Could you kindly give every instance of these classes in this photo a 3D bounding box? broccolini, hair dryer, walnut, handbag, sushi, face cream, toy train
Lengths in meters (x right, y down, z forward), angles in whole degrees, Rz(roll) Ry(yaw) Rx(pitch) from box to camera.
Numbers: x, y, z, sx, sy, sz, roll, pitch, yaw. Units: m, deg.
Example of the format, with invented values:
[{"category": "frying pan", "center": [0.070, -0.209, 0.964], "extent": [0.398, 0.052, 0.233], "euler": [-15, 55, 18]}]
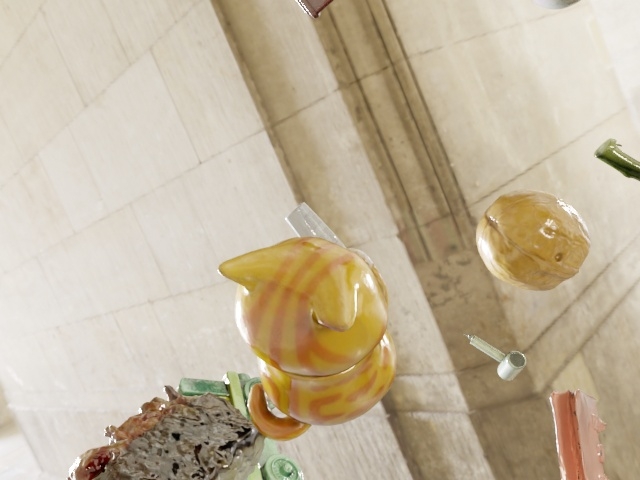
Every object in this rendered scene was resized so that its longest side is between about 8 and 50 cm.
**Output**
[{"category": "broccolini", "center": [0.635, -0.071, 1.023], "extent": [0.074, 0.392, 0.079], "euler": [-61, 3, 10]}, {"category": "hair dryer", "center": [0.329, 0.218, 1.219], "extent": [0.038, 0.124, 0.063], "euler": [-49, -18, -31]}, {"category": "walnut", "center": [0.411, 0.003, 1.225], "extent": [0.193, 0.226, 0.193], "euler": [-40, 33, 33]}, {"category": "handbag", "center": [0.490, 0.391, 1.175], "extent": [0.059, 0.212, 0.157], "euler": [-16, -29, 35]}, {"category": "sushi", "center": [-0.219, 0.337, 0.849], "extent": [0.182, 0.196, 0.343], "euler": [19, 14, 19]}, {"category": "face cream", "center": [0.000, 0.000, 1.542], "extent": [0.084, 0.198, 0.057], "euler": [-43, 6, -40]}, {"category": "toy train", "center": [-0.194, 0.452, 1.381], "extent": [0.253, 0.397, 0.160], "euler": [11, -55, -29]}]

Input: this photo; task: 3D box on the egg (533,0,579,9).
[{"category": "egg", "center": [0.305, -0.356, 0.783], "extent": [0.103, 0.135, 0.103], "euler": [4, 40, -3]}]

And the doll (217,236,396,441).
[{"category": "doll", "center": [-0.005, 0.100, 0.683], "extent": [0.167, 0.269, 0.162], "euler": [14, 51, 18]}]

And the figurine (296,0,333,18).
[{"category": "figurine", "center": [0.028, -0.409, 0.936], "extent": [0.154, 0.082, 0.098], "euler": [-36, 8, 22]}]
